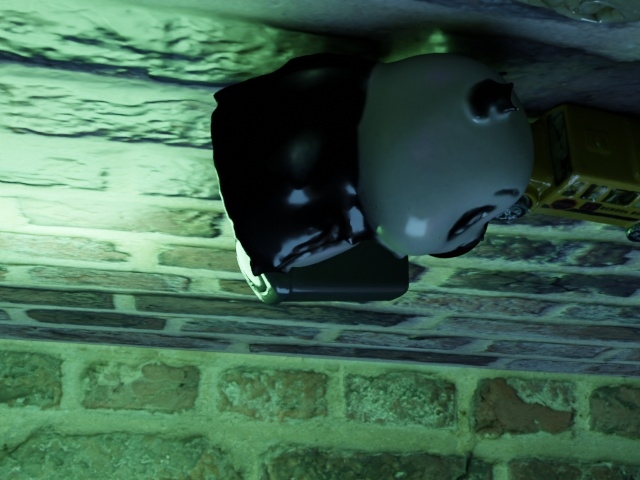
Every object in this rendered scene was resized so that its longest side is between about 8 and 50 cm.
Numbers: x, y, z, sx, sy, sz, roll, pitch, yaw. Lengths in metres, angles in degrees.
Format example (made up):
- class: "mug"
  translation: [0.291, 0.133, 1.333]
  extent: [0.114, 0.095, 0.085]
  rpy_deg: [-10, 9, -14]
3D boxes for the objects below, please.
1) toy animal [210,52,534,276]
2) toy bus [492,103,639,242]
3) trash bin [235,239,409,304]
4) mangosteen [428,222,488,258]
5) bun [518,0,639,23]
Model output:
- class: "toy animal"
  translation: [0.062, -0.087, 1.150]
  extent: [0.310, 0.250, 0.251]
  rpy_deg: [-14, 161, 11]
- class: "toy bus"
  translation: [0.345, -0.081, 1.317]
  extent: [0.336, 0.121, 0.123]
  rpy_deg: [8, 154, -22]
- class: "trash bin"
  translation: [0.000, 0.000, 1.555]
  extent: [0.236, 0.176, 0.101]
  rpy_deg: [2, 165, -16]
- class: "mangosteen"
  translation: [0.172, -0.049, 1.476]
  extent: [0.151, 0.137, 0.137]
  rpy_deg: [-45, 143, 21]
- class: "bun"
  translation: [0.218, -0.222, 0.851]
  extent: [0.183, 0.102, 0.183]
  rpy_deg: [1, 162, 0]
